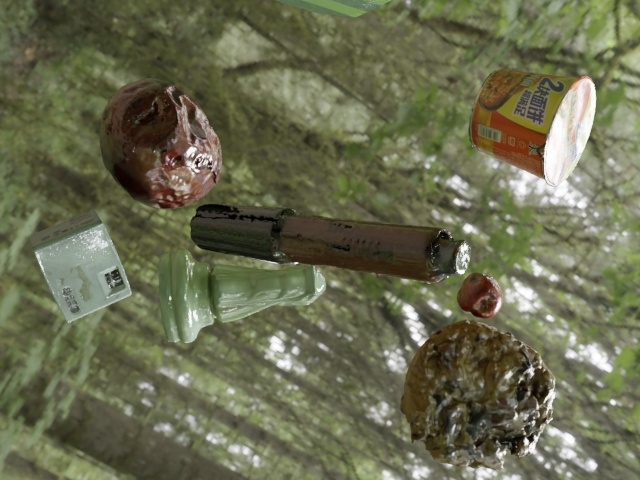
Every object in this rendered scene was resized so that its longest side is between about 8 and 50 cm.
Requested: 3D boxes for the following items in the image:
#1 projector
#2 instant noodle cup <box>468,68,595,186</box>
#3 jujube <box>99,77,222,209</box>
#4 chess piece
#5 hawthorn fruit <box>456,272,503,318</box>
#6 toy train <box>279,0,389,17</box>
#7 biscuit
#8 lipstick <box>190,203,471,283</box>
[{"bbox_3d":[-0.372,0.038,1.470,0.115,0.147,0.061,-23,-145,-13],"label":"projector"},{"bbox_3d":[0.390,-0.224,1.773,0.174,0.213,0.213,22,-105,31],"label":"instant noodle cup"},{"bbox_3d":[-0.247,-0.142,1.451,0.183,0.183,0.243,-60,169,-13],"label":"jujube"},{"bbox_3d":[-0.139,0.092,1.717,0.176,0.298,0.176,176,-90,-89],"label":"chess piece"},{"bbox_3d":[0.298,0.106,1.764,0.093,0.093,0.093,-47,-159,24],"label":"hawthorn fruit"},{"bbox_3d":[-0.041,-0.244,0.656,0.299,0.238,0.167,-128,-125,-79],"label":"toy train"},{"bbox_3d":[0.318,0.314,1.868,0.290,0.334,0.081,-71,-162,-2],"label":"biscuit"},{"bbox_3d":[0.000,0.000,1.225,0.418,0.077,0.077,7,-120,37],"label":"lipstick"}]
